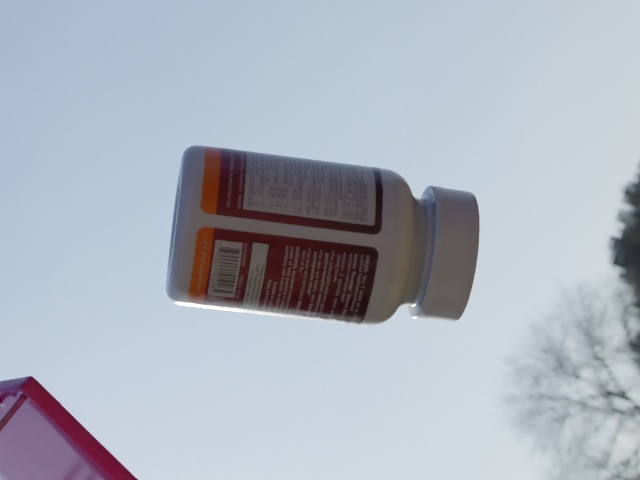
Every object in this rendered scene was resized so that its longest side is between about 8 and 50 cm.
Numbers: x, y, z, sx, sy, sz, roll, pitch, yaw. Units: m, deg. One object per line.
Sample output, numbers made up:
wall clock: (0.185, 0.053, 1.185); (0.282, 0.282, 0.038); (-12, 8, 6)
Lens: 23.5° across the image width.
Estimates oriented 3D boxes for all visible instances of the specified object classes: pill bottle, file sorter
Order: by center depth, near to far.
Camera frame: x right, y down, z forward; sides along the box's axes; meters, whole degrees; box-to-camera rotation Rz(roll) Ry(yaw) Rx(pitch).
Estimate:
pill bottle: (0.000, 0.000, 1.155); (0.121, 0.221, 0.121); (-173, 90, -83)
file sorter: (-0.349, 0.287, 1.636); (0.202, 0.290, 0.182); (48, -120, -18)
